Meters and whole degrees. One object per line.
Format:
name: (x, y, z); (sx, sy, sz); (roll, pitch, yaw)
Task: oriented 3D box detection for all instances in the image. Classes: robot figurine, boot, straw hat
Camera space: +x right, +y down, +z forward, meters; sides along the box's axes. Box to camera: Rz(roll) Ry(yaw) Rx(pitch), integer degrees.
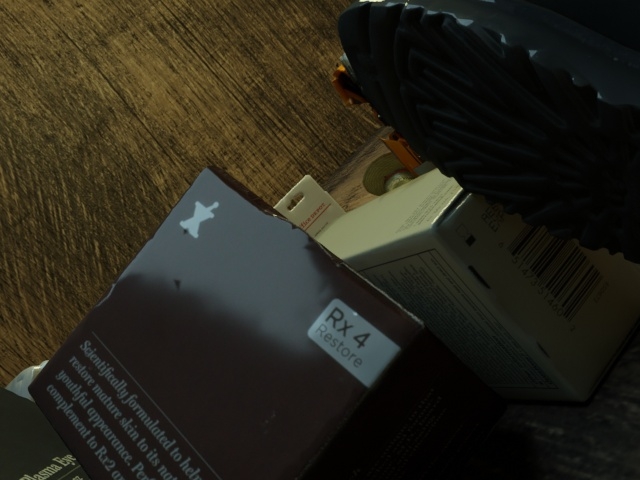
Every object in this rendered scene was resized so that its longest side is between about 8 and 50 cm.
robot figurine: (0.128, -0.204, 1.185); (0.085, 0.291, 0.211); (-38, 9, 29)
boot: (0.280, -0.184, 0.409); (0.445, 0.367, 0.146); (-49, -33, -15)
straw hat: (0.147, -0.097, 1.326); (0.144, 0.145, 0.061); (-37, 49, 37)

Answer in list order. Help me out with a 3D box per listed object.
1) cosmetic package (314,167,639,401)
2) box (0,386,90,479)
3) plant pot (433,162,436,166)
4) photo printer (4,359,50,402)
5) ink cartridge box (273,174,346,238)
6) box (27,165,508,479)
cosmetic package: (0.092, 0.040, 0.614); (0.113, 0.160, 0.309); (-45, 10, -22)
box: (-0.223, 0.206, 0.380); (0.343, 0.313, 0.178); (23, -89, -85)
plant pot: (0.188, -0.061, 0.641); (0.167, 0.165, 0.167); (-42, 10, 9)
photo printer: (-0.297, 0.303, 0.807); (0.256, 0.107, 0.307); (-34, 55, 54)
ink cartridge box: (0.000, 0.000, 1.143); (0.104, 0.180, 0.060); (-46, 9, -24)
box: (-0.018, 0.096, 0.449); (0.167, 0.168, 0.203); (-51, -34, -2)
